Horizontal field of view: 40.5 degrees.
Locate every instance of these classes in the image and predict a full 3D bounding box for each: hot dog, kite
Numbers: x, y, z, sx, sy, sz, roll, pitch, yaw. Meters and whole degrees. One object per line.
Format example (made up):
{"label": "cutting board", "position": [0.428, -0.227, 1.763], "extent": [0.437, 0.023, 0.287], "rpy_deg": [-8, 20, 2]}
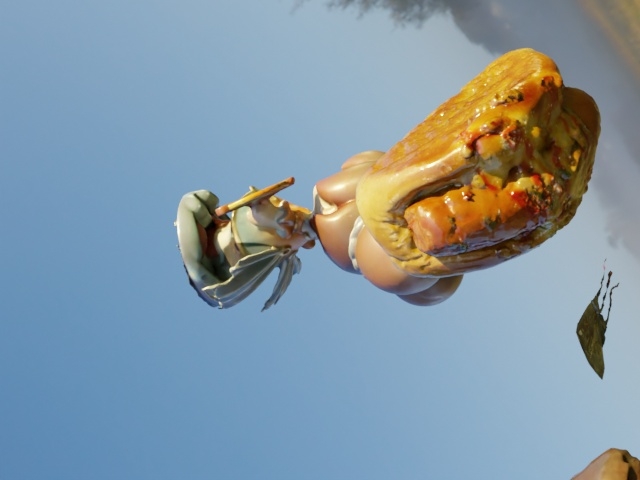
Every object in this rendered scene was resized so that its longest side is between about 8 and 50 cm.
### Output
{"label": "hot dog", "position": [0.166, -0.073, 0.812], "extent": [0.150, 0.256, 0.153], "rpy_deg": [57, 161, -23]}
{"label": "kite", "position": [0.539, 0.143, 1.673], "extent": [0.141, 0.015, 0.245], "rpy_deg": [58, -136, -30]}

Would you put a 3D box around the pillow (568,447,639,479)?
{"label": "pillow", "position": [0.082, 0.294, 0.422], "extent": [0.108, 0.305, 0.308], "rpy_deg": [20, -131, -1]}

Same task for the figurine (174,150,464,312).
{"label": "figurine", "position": [-0.001, -0.001, 1.281], "extent": [0.276, 0.387, 0.248], "rpy_deg": [25, -127, -72]}
